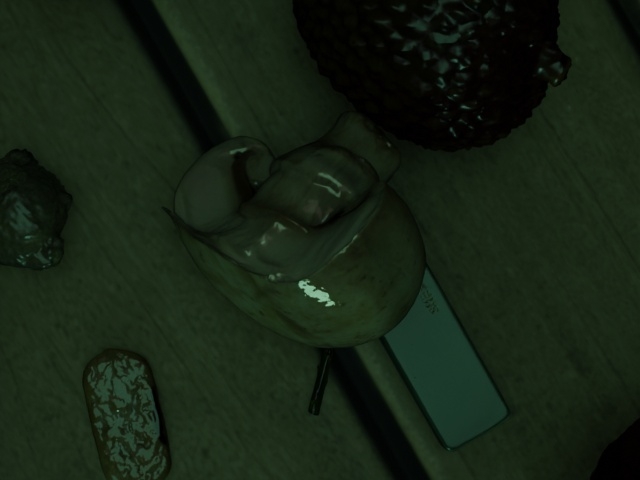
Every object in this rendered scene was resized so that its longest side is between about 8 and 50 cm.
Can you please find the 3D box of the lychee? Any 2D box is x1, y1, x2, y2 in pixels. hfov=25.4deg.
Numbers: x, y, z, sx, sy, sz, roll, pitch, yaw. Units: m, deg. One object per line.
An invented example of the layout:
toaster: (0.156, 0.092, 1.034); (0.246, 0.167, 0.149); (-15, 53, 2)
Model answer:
lychee: (0.106, -0.203, 1.331); (0.271, 0.236, 0.235); (16, 87, 12)

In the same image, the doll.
doll: (-0.381, 0.012, 1.361); (0.286, 0.091, 0.202); (-43, 73, -7)

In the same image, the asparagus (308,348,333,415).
asparagus: (0.008, 0.094, 1.417); (0.016, 0.016, 0.162); (9, 89, 15)

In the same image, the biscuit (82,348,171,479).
biscuit: (-0.191, 0.178, 1.400); (0.071, 0.018, 0.147); (-13, 91, -2)

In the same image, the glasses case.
glasses case: (0.112, 0.114, 1.412); (0.078, 0.039, 0.184); (-30, 90, -4)

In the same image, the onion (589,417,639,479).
onion: (0.379, 0.331, 1.319); (0.337, 0.282, 0.260); (32, 120, 9)

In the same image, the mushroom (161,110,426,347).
mushroom: (0.000, 0.000, 1.329); (0.254, 0.189, 0.195); (24, 62, 38)
